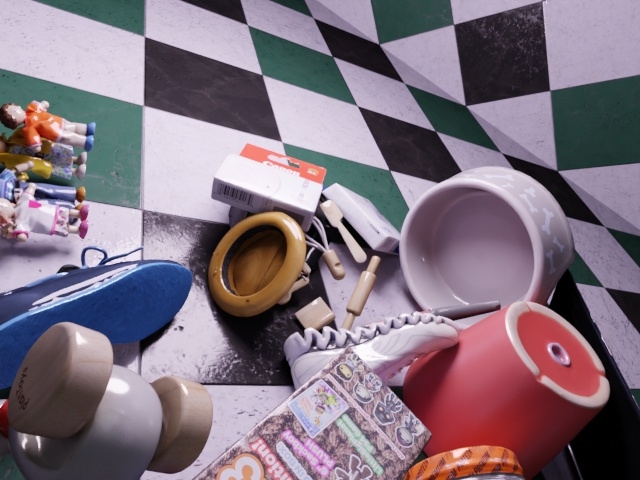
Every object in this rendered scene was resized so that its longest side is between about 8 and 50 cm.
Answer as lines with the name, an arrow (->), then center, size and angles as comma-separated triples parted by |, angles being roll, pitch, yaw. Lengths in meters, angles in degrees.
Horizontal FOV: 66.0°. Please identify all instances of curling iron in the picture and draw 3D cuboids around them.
curling iron -> 0.194, 0.148, 0.908 | 0.274, 0.068, 0.035 | -16, 52, 1

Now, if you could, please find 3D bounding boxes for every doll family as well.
doll family -> -0.468, -0.097, 0.791 | 0.163, 0.118, 0.262 | 10, 60, -36

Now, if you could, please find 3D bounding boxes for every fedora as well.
fedora -> -0.100, 0.046, 0.858 | 0.194, 0.194, 0.079 | 60, 8, 31

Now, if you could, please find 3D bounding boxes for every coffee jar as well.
coffee jar -> -0.086, -0.052, 1.004 | 0.185, 0.096, 0.079 | 2, 40, -33

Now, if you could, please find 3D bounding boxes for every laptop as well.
laptop -> 0.573, 0.320, 0.920 | 0.408, 0.236, 0.381 | 25, 38, -19

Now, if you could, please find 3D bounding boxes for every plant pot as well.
plant pot -> 0.317, 0.250, 0.834 | 0.275, 0.243, 0.274 | 20, 38, -17

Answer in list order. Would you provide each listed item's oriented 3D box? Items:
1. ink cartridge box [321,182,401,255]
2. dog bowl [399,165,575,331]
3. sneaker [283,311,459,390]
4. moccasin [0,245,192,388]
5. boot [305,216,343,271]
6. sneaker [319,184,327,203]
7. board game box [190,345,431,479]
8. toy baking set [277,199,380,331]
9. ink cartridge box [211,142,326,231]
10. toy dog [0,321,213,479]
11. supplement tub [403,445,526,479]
ink cartridge box -> 0.093, -0.063, 1.113 | 0.224, 0.045, 0.223 | 47, 13, 18
dog bowl -> 0.309, 0.027, 0.987 | 0.102, 0.348, 0.348 | -10, 54, -45
sneaker -> 0.091, 0.194, 0.807 | 0.292, 0.110, 0.118 | -10, 58, -6
moccasin -> -0.310, 0.071, 0.643 | 0.117, 0.137, 0.342 | 19, 11, 22
boot -> 0.000, 0.000, 1.004 | 0.045, 0.099, 0.121 | 34, 37, 4
sneaker -> -0.066, -0.112, 1.110 | 0.192, 0.064, 0.086 | 15, 35, -27
board game box -> -0.052, 0.290, 0.533 | 0.141, 0.232, 0.291 | 45, 39, 15
toy baking set -> 0.013, 0.047, 0.921 | 0.197, 0.030, 0.256 | 31, 67, 2
ink cartridge box -> -0.086, -0.130, 0.958 | 0.189, 0.066, 0.232 | 19, 42, -3
toy dog -> -0.247, 0.203, 0.436 | 0.220, 0.334, 0.160 | 24, 47, -25
supplement tub -> 0.215, 0.440, 0.576 | 0.207, 0.207, 0.337 | 14, 40, -23
